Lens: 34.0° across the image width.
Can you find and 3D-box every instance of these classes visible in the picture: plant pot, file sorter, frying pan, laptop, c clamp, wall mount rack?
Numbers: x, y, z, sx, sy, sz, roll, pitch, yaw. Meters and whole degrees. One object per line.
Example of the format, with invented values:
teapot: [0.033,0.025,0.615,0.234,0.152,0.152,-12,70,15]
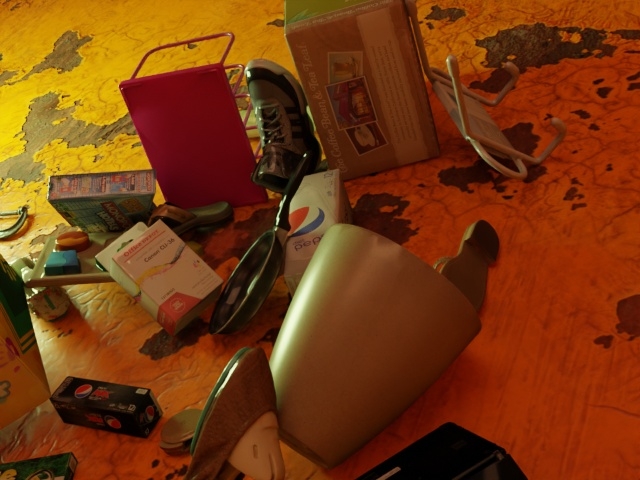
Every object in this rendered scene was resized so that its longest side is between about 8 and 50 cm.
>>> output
plant pot: [0.038,0.163,1.427,0.256,0.256,0.274,21,68,43]
file sorter: [-0.221,-0.227,2.015,0.202,0.291,0.182,-8,33,16]
frying pan: [-0.096,0.021,1.725,0.197,0.053,0.326,-37,25,56]
laptop: [0.143,0.359,1.278,0.234,0.137,0.264,-28,10,-14]
c clamp: [-0.682,-0.046,2.215,0.160,0.022,0.137,0,39,27]
wall mount rack: [0.264,-0.268,1.829,0.130,0.304,0.350,-53,36,24]

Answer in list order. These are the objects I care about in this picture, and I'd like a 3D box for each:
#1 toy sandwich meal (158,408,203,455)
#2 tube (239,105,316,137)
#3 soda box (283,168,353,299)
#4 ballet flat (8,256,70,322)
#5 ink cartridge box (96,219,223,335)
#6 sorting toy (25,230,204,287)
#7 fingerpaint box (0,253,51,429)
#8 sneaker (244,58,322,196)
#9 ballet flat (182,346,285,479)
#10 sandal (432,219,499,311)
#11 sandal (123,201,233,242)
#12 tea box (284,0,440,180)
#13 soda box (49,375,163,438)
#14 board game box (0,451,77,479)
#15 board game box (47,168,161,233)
toy sandwich meal: [-0.197,0.281,1.535,0.085,0.029,0.086,-17,24,8]
tube: [-0.120,-0.246,2.199,0.240,0.062,0.070,-4,81,12]
soda box: [0.000,0.000,1.763,0.091,0.098,0.286,-12,36,11]
ballet flat: [-0.535,0.072,1.936,0.091,0.077,0.241,-39,39,-22]
ink cartridge box: [-0.274,0.049,1.764,0.198,0.067,0.115,42,61,12]
sorting toy: [-0.362,0.019,1.898,0.307,0.041,0.229,-4,22,0]
fingerpaint box: [-0.684,0.222,1.683,0.444,0.163,0.371,-33,36,-4]
sneaker: [-0.081,-0.193,1.922,0.101,0.269,0.153,-3,43,26]
ballet flat: [-0.120,0.305,1.300,0.124,0.116,0.342,29,90,26]
sandal: [0.208,0.059,1.625,0.079,0.088,0.240,-33,13,40]
sandal: [-0.264,-0.045,1.940,0.219,0.060,0.090,-17,25,-23]
tea box: [0.077,-0.346,1.996,0.219,0.329,0.324,-14,36,9]
soda box: [-0.328,0.254,1.603,0.168,0.060,0.053,4,42,29]
board game box: [-0.492,0.387,1.529,0.259,0.030,0.136,-12,33,10]
board game box: [-0.380,-0.068,1.972,0.194,0.194,0.060,-10,59,12]
